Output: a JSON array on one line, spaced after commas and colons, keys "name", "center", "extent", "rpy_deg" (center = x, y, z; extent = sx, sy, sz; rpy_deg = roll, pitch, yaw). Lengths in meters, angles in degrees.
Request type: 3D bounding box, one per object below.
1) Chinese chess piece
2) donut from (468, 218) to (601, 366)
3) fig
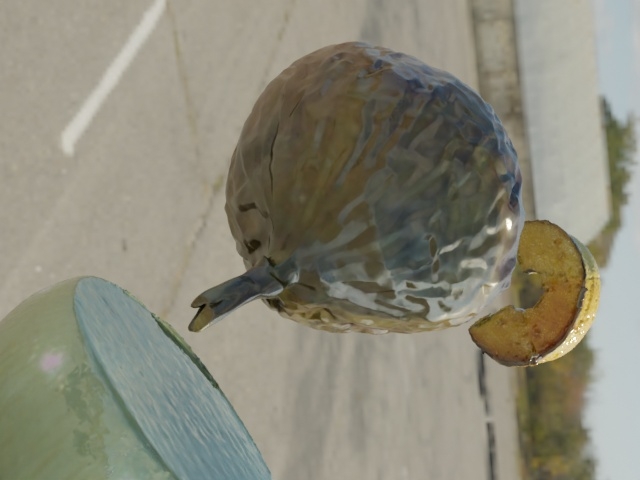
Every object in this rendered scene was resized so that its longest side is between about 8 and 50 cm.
[{"name": "Chinese chess piece", "center": [-0.178, 0.199, 1.299], "extent": [0.349, 0.146, 0.349], "rpy_deg": [52, 7, -9]}, {"name": "donut", "center": [0.267, 0.071, 1.653], "extent": [0.078, 0.146, 0.181], "rpy_deg": [17, 96, -44]}, {"name": "fig", "center": [0.000, 0.000, 1.221], "extent": [0.368, 0.286, 0.286], "rpy_deg": [-38, 130, -41]}]
